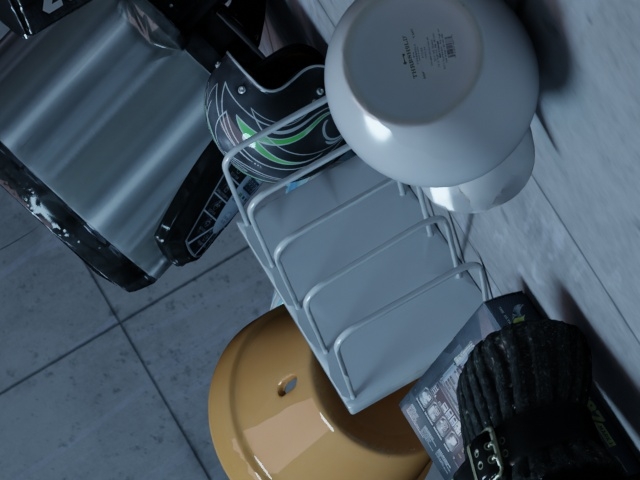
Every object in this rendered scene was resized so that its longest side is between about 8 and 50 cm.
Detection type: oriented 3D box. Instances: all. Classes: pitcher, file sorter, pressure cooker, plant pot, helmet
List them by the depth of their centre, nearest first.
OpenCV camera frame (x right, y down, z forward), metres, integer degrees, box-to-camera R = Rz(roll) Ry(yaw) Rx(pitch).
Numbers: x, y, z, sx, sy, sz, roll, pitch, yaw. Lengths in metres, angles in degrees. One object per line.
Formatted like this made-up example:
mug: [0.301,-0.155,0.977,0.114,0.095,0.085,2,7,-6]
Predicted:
pitcher: [0.068,-0.115,1.040,0.207,0.125,0.178,27,-134,-75]
file sorter: [0.040,0.004,1.833,0.278,0.193,0.173,58,173,28]
helmet: [-0.053,-0.149,1.967,0.169,0.161,0.169,163,90,-83]
plant pot: [0.036,0.187,1.991,0.291,0.291,0.203,59,149,6]
pressure cooker: [-0.229,-0.192,2.168,0.375,0.420,0.370,45,177,-35]

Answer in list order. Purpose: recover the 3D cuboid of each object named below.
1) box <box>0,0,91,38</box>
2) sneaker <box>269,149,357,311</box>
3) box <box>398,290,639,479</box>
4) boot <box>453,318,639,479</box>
box: [-0.140,-0.261,0.914,0.322,0.257,0.079,40,159,41]
sneaker: [0.000,0.000,2.201,0.208,0.127,0.319,-101,24,-56]
box: [0.188,0.192,1.569,0.233,0.059,0.183,57,139,23]
boot: [0.204,0.171,1.306,0.348,0.131,0.260,-42,34,52]
